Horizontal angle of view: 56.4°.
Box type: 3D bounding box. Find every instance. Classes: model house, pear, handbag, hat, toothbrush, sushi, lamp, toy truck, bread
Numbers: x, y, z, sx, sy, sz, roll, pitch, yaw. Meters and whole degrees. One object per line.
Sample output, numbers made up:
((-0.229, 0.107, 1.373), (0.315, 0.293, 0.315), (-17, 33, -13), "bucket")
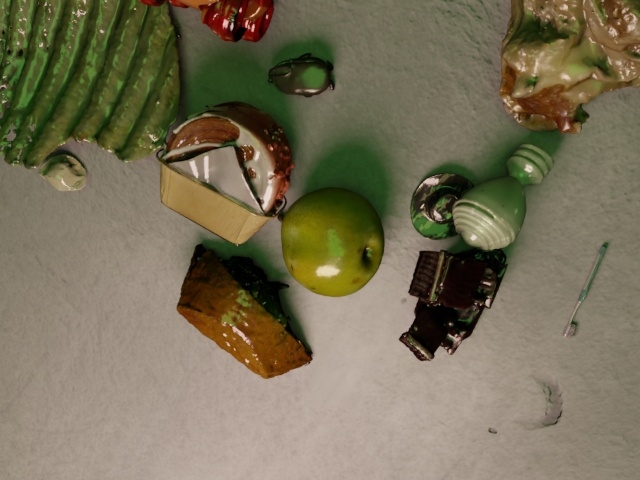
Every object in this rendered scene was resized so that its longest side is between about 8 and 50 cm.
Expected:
((0.208, 0.103, 0.955), (0.141, 0.164, 0.203), (16, 103, 11), "model house")
((0.000, 0.000, 0.979), (0.216, 0.166, 0.180), (12, 115, 36), "pear")
((-0.034, -0.272, 0.985), (0.111, 0.047, 0.072), (0, 104, 8), "handbag")
((0.204, -0.053, 0.985), (0.121, 0.050, 0.121), (2, 102, 9), "hat")
((0.442, 0.087, 0.994), (0.014, 0.011, 0.167), (18, 101, 0), "toothbrush")
((-0.123, 0.120, 1.023), (0.287, 0.140, 0.149), (36, 139, 1), "sushi")
((0.284, -0.067, 0.930), (0.106, 0.106, 0.193), (40, 75, 0), "lamp")
((-0.142, -0.436, 0.874), (0.189, 0.265, 0.239), (26, 112, 2), "toy truck")
((-0.152, -0.120, 0.989), (0.224, 0.142, 0.212), (29, 116, 2), "bread")

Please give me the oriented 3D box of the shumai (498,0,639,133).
((0.358, -0.295, 0.874), (0.262, 0.267, 0.314), (-44, 70, 39), "shumai")

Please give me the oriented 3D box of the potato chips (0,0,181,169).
((-0.423, -0.316, 1.000), (0.373, 0.097, 0.390), (-4, 92, 9), "potato chips")

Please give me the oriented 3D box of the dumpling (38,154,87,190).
((-0.463, -0.121, 1.079), (0.076, 0.057, 0.052), (7, 140, 30), "dumpling")
